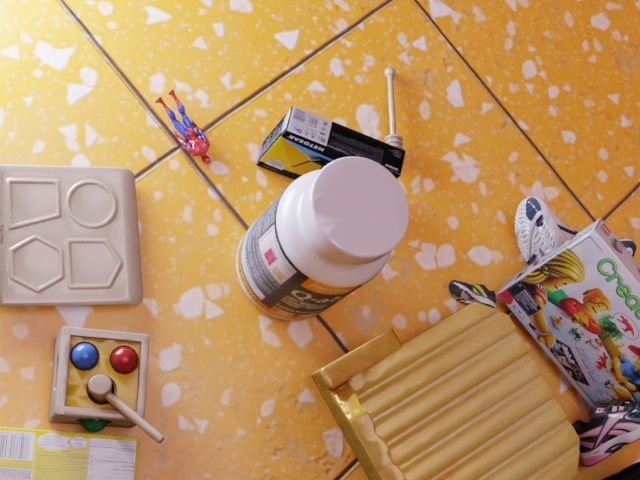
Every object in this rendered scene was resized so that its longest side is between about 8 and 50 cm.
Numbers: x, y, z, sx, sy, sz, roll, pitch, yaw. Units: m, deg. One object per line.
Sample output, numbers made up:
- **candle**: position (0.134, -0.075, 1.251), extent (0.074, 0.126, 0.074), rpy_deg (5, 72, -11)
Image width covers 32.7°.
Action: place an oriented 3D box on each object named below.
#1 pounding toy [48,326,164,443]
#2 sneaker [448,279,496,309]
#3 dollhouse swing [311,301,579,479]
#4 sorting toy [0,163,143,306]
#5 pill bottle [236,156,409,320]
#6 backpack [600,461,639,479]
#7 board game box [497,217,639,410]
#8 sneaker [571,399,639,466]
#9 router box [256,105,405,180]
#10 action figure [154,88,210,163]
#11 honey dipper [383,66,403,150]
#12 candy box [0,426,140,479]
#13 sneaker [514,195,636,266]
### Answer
- **pounding toy**: position (-0.267, 0.186, 1.370), extent (0.130, 0.100, 0.141), rpy_deg (7, 70, -20)
- **sneaker**: position (0.230, 0.079, 1.655), extent (0.083, 0.031, 0.035), rpy_deg (30, 50, -15)
- **dollhouse swing**: position (0.205, 0.254, 1.450), extent (0.305, 0.315, 0.347), rpy_deg (-28, 84, -7)
- **sorting toy**: position (-0.341, -0.006, 1.444), extent (0.208, 0.038, 0.193), rpy_deg (2, 72, -27)
- **pill bottle**: position (0.000, 0.000, 1.442), extent (0.162, 0.278, 0.162), rpy_deg (7, 71, -19)
- **backpack**: position (0.440, 0.410, 1.517), extent (0.253, 0.225, 0.191), rpy_deg (-12, 74, -30)
- **board game box**: position (0.434, 0.140, 1.624), extent (0.305, 0.193, 0.053), rpy_deg (50, 36, 0)
- **sneaker**: position (0.439, 0.263, 1.605), extent (0.072, 0.178, 0.077), rpy_deg (-4, 59, -59)
- **router box**: position (0.014, -0.118, 1.570), extent (0.179, 0.133, 0.046), rpy_deg (20, 66, -15)
- **action figure**: position (-0.191, -0.158, 1.558), extent (0.038, 0.030, 0.115), rpy_deg (-34, 93, -23)
- **honey dipper**: position (0.112, -0.198, 1.696), extent (0.030, 0.030, 0.161), rpy_deg (8, 68, -20)
- **candy box**: position (-0.329, 0.289, 1.351), extent (0.206, 0.027, 0.105), rpy_deg (9, 72, -19)
- **sneaker**: position (0.414, 0.012, 1.715), extent (0.153, 0.094, 0.235), rpy_deg (-33, 87, -29)
